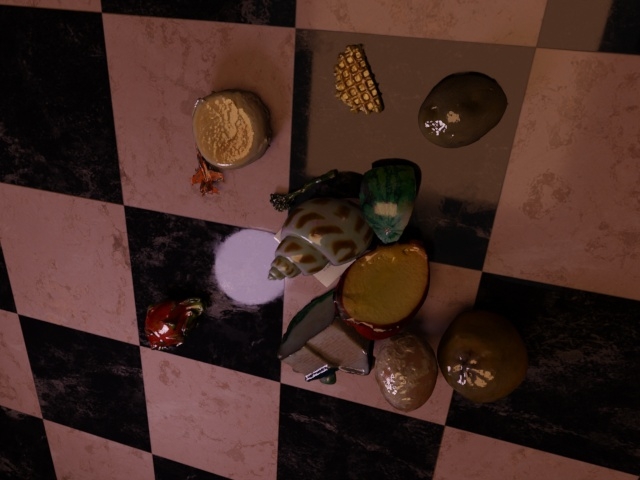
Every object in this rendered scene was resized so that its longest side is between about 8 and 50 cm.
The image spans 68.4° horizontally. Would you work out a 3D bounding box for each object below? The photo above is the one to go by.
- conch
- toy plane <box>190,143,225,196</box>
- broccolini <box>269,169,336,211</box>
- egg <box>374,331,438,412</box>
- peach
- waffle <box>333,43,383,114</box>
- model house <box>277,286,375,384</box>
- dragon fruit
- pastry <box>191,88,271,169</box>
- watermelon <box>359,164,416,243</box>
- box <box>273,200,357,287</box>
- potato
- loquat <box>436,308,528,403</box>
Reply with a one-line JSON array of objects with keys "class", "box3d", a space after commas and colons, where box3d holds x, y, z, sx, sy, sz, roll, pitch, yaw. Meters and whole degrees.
[{"class": "conch", "box3d": [0.001, -0.001, 1.443, 0.368, 0.197, 0.249, -40, 99, 10]}, {"class": "toy plane", "box3d": [-0.398, -0.246, 1.624, 0.135, 0.062, 0.189, -7, 97, 20]}, {"class": "broccolini", "box3d": [-0.061, -0.162, 1.552, 0.254, 0.058, 0.071, -24, 147, 28]}, {"class": "egg", "box3d": [0.268, 0.409, 1.473, 0.203, 0.203, 0.245, -1, 78, 18]}, {"class": "peach", "box3d": [0.204, 0.153, 1.513, 0.257, 0.201, 0.362, 37, 78, 11]}, {"class": "waffle", "box3d": [0.114, -0.465, 1.366, 0.160, 0.046, 0.192, 15, 116, 13]}, {"class": "model house", "box3d": [0.048, 0.368, 1.654, 0.284, 0.243, 0.298, 44, 122, -14]}, {"class": "dragon fruit", "box3d": [-0.569, 0.330, 1.865, 0.269, 0.198, 0.200, -8, 100, 6]}, {"class": "pastry", "box3d": [-0.280, -0.354, 1.489, 0.264, 0.133, 0.265, 6, 114, 14]}, {"class": "watermelon", "box3d": [0.189, -0.119, 1.408, 0.146, 0.128, 0.231, 12, 78, -16]}, {"class": "box", "box3d": [-0.011, 0.014, 1.602, 0.256, 0.069, 0.164, 43, 118, -3]}, {"class": "potato", "box3d": [0.382, -0.349, 1.276, 0.235, 0.160, 0.178, -8, 131, 10]}, {"class": "loquat", "box3d": [0.502, 0.353, 1.466, 0.275, 0.283, 0.276, 3, 95, 33]}]
